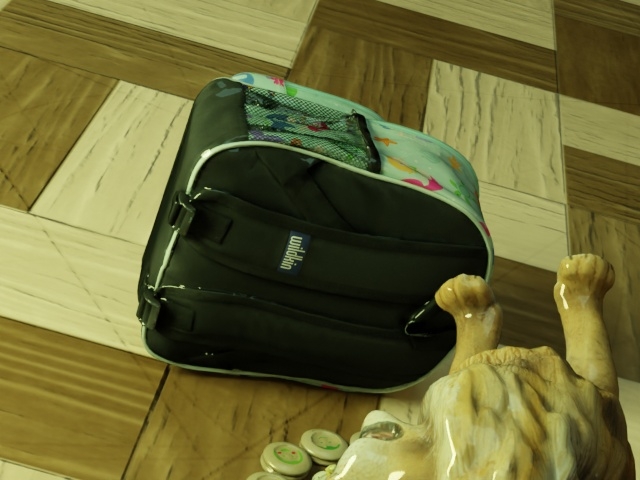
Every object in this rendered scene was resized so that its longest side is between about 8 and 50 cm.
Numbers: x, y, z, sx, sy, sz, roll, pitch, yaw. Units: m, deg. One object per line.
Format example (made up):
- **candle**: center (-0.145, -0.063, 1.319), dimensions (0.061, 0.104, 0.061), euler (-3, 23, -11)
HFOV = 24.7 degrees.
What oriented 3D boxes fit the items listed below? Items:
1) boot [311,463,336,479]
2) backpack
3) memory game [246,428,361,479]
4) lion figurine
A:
- **boot**: center (-0.041, 0.186, 0.895), dimensions (0.213, 0.077, 0.165), euler (28, 30, 12)
- **backpack**: center (0.000, 0.000, 1.131), dimensions (0.253, 0.225, 0.191), euler (15, 32, -10)
- **memory game**: center (0.037, 0.190, 1.023), dimensions (0.186, 0.012, 0.186), euler (13, 28, -7)
- **lion figurine**: center (0.119, 0.170, 0.835), dimensions (0.142, 0.392, 0.240), euler (-7, 50, 15)
